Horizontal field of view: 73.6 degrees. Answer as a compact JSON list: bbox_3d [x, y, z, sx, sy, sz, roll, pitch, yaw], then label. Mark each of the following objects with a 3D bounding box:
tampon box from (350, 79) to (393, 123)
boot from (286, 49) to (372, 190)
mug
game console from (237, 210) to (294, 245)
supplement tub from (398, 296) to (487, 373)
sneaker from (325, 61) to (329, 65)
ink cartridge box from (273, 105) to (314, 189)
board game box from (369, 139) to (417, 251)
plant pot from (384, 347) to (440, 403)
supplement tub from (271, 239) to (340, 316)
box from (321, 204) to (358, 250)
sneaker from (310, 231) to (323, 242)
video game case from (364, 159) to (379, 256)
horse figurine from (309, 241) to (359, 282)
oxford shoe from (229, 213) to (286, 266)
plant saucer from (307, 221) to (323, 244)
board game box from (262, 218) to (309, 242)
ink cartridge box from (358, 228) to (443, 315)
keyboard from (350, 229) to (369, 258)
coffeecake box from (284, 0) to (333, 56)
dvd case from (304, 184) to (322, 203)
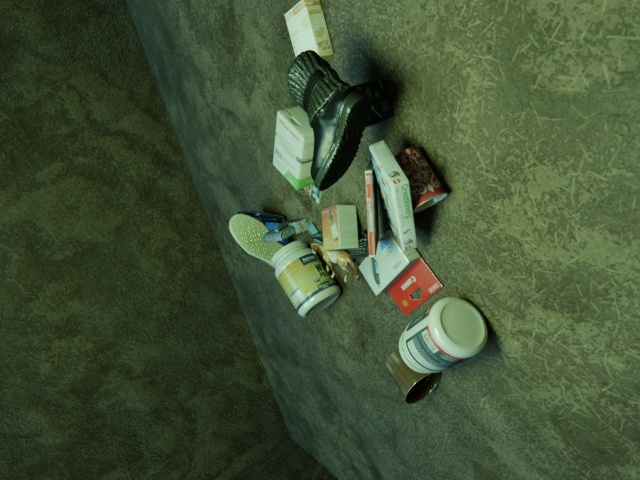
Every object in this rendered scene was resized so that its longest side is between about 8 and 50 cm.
[{"bbox_3d":[0.121,-0.413,1.328,0.101,0.161,0.120,-6,105,61],"label":"tampon box"},{"bbox_3d":[-0.005,-0.348,1.270,0.260,0.131,0.348,43,132,23],"label":"boot"},{"bbox_3d":[0.280,-0.177,1.290,0.169,0.113,0.150,65,150,11],"label":"mug"},{"bbox_3d":[-0.297,-0.059,2.318,0.293,0.250,0.173,6,89,58],"label":"game console"},{"bbox_3d":[0.386,0.315,1.385,0.191,0.191,0.272,57,151,18],"label":"supplement tub"},{"bbox_3d":[-0.025,-0.504,1.554,0.099,0.121,0.262,30,136,48],"label":"sneaker"},{"bbox_3d":[-0.094,-0.382,1.771,0.198,0.115,0.272,50,148,27],"label":"ink cartridge box"},{"bbox_3d":[0.225,-0.128,1.306,0.305,0.053,0.193,67,-177,-51],"label":"board game box"},{"bbox_3d":[0.344,0.509,1.651,0.165,0.167,0.167,48,147,44],"label":"plant pot"},{"bbox_3d":[-0.075,0.179,2.037,0.316,0.228,0.228,55,150,19],"label":"supplement tub"},{"bbox_3d":[0.076,-0.048,1.702,0.130,0.091,0.170,-13,80,62],"label":"box"},{"bbox_3d":[0.025,0.001,1.912,0.170,0.051,0.089,-15,98,50],"label":"sneaker"},{"bbox_3d":[0.175,-0.112,1.434,0.025,0.204,0.285,-1,110,12],"label":"video game case"},{"bbox_3d":[0.077,0.095,1.859,0.263,0.066,0.174,17,131,43],"label":"horse figurine"},{"bbox_3d":[-0.288,0.027,2.218,0.449,0.169,0.130,37,170,-18],"label":"oxford shoe"},{"bbox_3d":[0.000,0.000,2.000,0.192,0.018,0.067,56,150,17],"label":"plant saucer"},{"bbox_3d":[-0.158,-0.055,2.094,0.194,0.194,0.060,-8,105,46],"label":"board game box"},{"bbox_3d":[0.280,0.130,1.565,0.261,0.066,0.296,58,151,18],"label":"ink cartridge box"},{"bbox_3d":[0.155,0.014,1.684,0.180,0.023,0.108,165,112,-72],"label":"keyboard"},{"bbox_3d":[-0.041,-0.715,1.480,0.142,0.068,0.185,7,117,58],"label":"coffeecake box"},{"bbox_3d":[-0.034,-0.228,1.891,0.119,0.013,0.087,50,148,31],"label":"dvd case"}]
